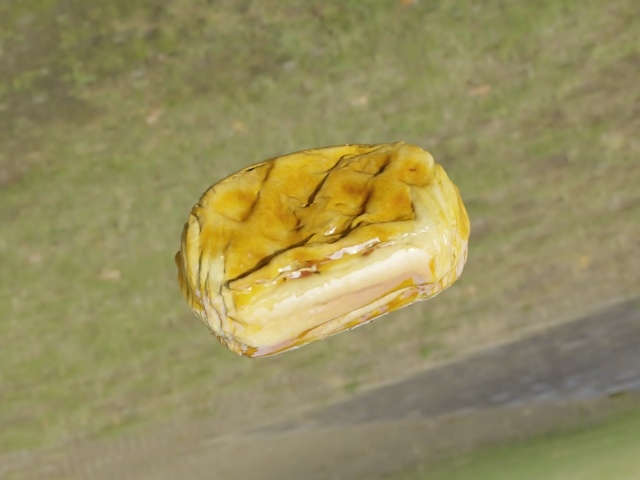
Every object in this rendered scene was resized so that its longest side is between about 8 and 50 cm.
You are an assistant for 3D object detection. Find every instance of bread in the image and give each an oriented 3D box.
[{"bbox_3d":[0.000,0.000,0.633,0.110,0.083,0.044,-19,131,-6],"label":"bread"}]
